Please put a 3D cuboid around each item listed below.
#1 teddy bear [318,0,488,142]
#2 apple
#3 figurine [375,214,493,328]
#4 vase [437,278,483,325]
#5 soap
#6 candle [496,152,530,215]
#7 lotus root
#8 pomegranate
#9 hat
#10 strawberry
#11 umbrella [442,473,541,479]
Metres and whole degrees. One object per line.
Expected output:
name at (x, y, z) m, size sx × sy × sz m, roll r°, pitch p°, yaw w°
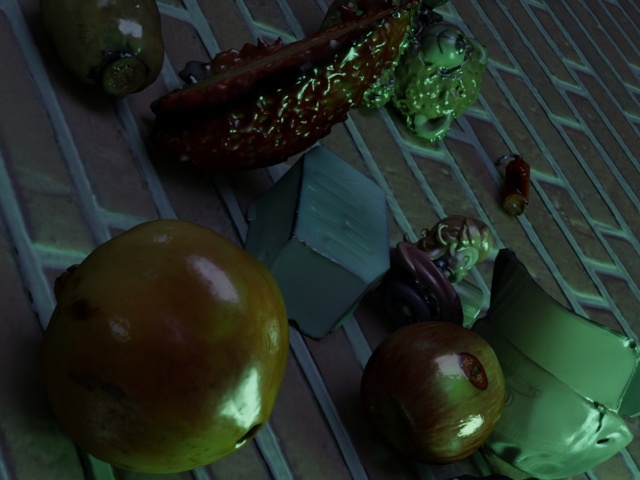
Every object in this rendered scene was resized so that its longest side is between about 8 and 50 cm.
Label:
teddy bear at (0.120, -0.265, 2.064) m, size 0.256 × 0.156 × 0.267 m, roll 35°, pitch 68°, yaw -13°
apple at (0.114, 0.149, 1.468) m, size 0.131 × 0.146 × 0.146 m, roll -30°, pitch 72°, yaw -31°
figurine at (0.124, 0.029, 1.651) m, size 0.114 × 0.126 × 0.157 m, roll 15°, pitch 60°, yaw 17°
vase at (0.137, 0.058, 1.731) m, size 0.100 × 0.053 × 0.053 m, roll 27°, pitch 31°, yaw -19°
soap at (0.000, 0.000, 1.593) m, size 0.145 × 0.091 × 0.230 m, roll 32°, pitch 28°, yaw -20°
candle at (0.280, -0.085, 2.144) m, size 0.162 × 0.048 × 0.053 m, roll -73°, pitch 147°, yaw -61°
lotus root at (-0.239, -0.246, 1.606) m, size 0.125 × 0.118 × 0.221 m, roll 36°, pitch 26°, yaw -52°
pomegranate at (-0.119, 0.083, 1.193) m, size 0.209 × 0.209 × 0.209 m, roll 32°, pitch 29°, yaw -20°
hat at (0.233, 0.139, 1.535) m, size 0.232 × 0.275 × 0.161 m, roll 35°, pitch 59°, yaw 19°
strawberry at (-0.025, -0.154, 1.594) m, size 0.138 × 0.306 × 0.233 m, roll 68°, pitch 26°, yaw -17°
umbrella at (0.165, 0.260, 1.477) m, size 0.071 × 0.071 × 0.248 m, roll 53°, pitch 25°, yaw 19°
